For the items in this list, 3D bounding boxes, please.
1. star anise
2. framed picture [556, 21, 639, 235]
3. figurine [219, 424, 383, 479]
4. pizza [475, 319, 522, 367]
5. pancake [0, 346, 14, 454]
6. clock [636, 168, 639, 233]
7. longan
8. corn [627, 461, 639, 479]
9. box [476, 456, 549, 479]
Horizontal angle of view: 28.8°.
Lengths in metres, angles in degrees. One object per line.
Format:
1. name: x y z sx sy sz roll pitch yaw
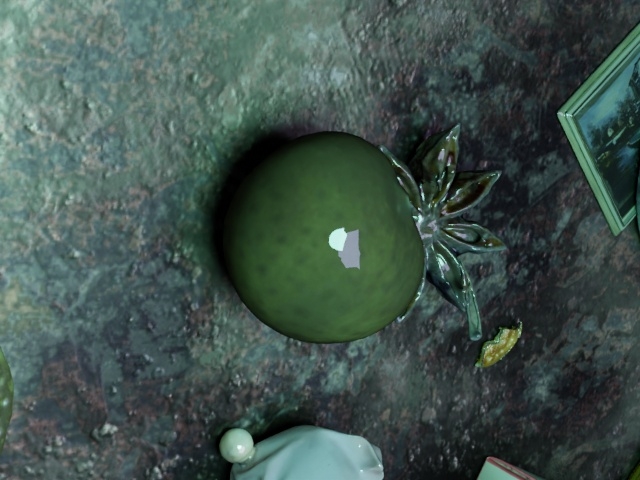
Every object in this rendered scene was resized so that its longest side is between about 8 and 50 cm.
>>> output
1. star anise: 0.117 -0.005 1.388 0.230 0.081 0.262 -38 115 -22
2. framed picture: 0.440 -0.180 1.615 0.296 0.019 0.232 -47 128 -15
3. figurine: -0.055 0.299 1.334 0.276 0.133 0.200 -36 108 -23
4. pizza: 0.225 0.130 1.566 0.083 0.016 0.037 -43 129 -13
5. pancake: -0.387 0.162 1.092 0.250 0.031 0.250 -15 116 -34
6. clock: 0.582 -0.114 1.694 0.386 0.076 0.386 -19 122 -34
7. longan: 0.000 0.000 1.232 0.196 0.196 0.220 -35 130 -23
8. corn: 0.509 0.321 1.822 0.207 0.068 0.068 -54 130 -10
9. box: 0.337 0.498 1.601 0.312 0.300 0.314 27 88 -41
